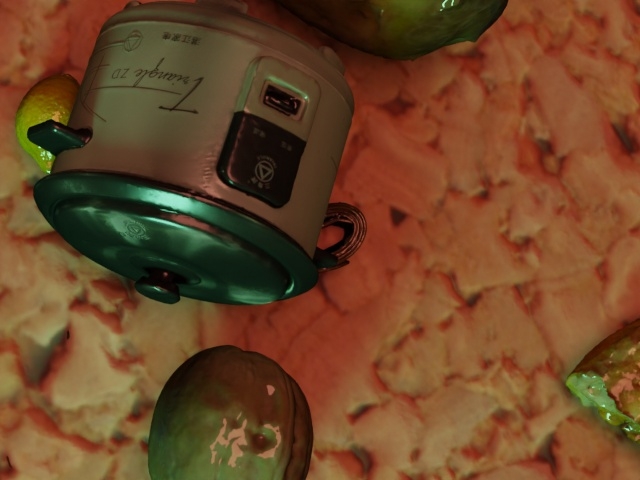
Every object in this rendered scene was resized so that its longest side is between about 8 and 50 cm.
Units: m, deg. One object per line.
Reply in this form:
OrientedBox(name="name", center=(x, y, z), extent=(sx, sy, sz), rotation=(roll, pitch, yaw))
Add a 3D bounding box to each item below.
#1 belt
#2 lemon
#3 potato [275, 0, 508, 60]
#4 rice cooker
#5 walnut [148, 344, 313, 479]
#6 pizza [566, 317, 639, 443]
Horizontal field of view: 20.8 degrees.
OrientedBox(name="belt", center=(0.000, 0.000, 1.544), extent=(0.083, 0.036, 0.059), rotation=(-25, 93, -17))
OrientedBox(name="lemon", center=(-0.228, -0.101, 1.488), extent=(0.065, 0.065, 0.092), rotation=(12, 74, -12))
OrientedBox(name="potato", center=(0.065, -0.285, 1.478), extent=(0.301, 0.289, 0.237), rotation=(-42, 73, 3))
OrientedBox(name="rice cooker", center=(-0.100, -0.058, 1.423), extent=(0.280, 0.241, 0.227), rotation=(27, 69, -30))
OrientedBox(name="walnut", center=(-0.074, 0.169, 1.443), extent=(0.140, 0.140, 0.162), rotation=(8, 63, -13))
OrientedBox(name="pizza", center=(0.386, 0.162, 1.589), extent=(0.335, 0.086, 0.226), rotation=(-1, 85, -13))
